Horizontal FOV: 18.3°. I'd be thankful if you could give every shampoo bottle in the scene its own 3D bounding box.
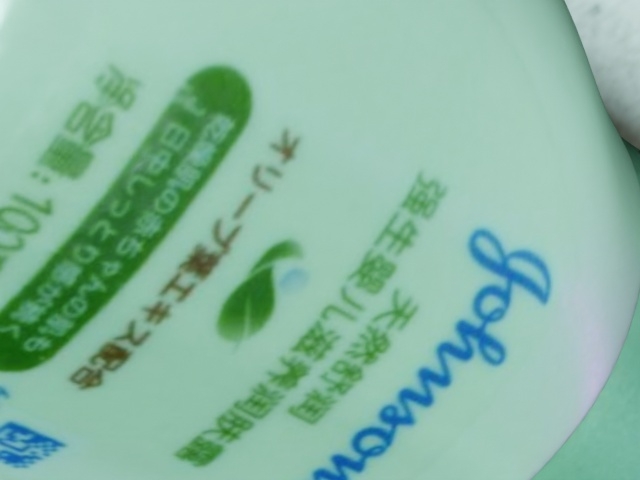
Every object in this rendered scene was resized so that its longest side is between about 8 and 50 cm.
[{"bbox_3d":[0.000,0.000,0.557,0.349,0.151,0.222,30,106,-38],"label":"shampoo bottle"}]
